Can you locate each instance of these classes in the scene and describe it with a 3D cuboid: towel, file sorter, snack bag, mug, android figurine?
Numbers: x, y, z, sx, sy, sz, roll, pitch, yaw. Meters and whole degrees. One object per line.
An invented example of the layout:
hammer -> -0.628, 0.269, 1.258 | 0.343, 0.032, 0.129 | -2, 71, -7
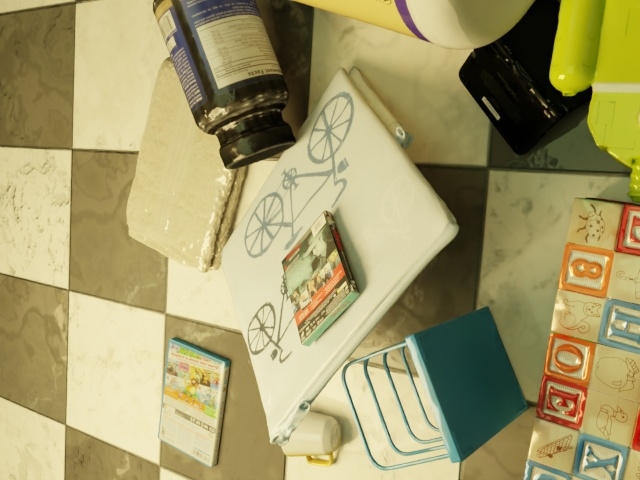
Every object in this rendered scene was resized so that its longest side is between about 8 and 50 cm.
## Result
towel -> -0.187, -0.107, 0.932 | 0.187, 0.049, 0.282 | 25, 105, 29
file sorter -> 0.119, 0.151, 0.668 | 0.104, 0.170, 0.118 | -26, 78, 36
snack bag -> 0.000, 0.000, 0.728 | 0.323, 0.037, 0.342 | -54, 35, 22
mug -> -0.006, 0.253, 0.832 | 0.064, 0.078, 0.062 | -2, 59, 26
android figurine -> 0.331, -0.164, 0.559 | 0.248, 0.056, 0.273 | 11, 93, 28

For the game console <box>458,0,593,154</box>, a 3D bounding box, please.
game console -> 0.222, -0.171, 0.672 | 0.122, 0.071, 0.107 | 59, 150, 17

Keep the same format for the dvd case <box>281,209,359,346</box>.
dvd case -> -0.004, 0.037, 0.666 | 0.087, 0.013, 0.119 | -50, 38, 28

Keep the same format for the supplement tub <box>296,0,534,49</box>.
supplement tub -> 0.050, -0.344, 0.634 | 0.331, 0.241, 0.241 | 30, 109, 33

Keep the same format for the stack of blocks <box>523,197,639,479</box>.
stack of blocks -> 0.302, 0.118, 0.588 | 0.171, 0.087, 0.297 | 13, 100, 33

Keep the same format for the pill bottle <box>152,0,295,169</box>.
pill bottle -> -0.111, -0.205, 0.785 | 0.123, 0.123, 0.219 | -19, 93, 33

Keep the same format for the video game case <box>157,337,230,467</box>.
video game case -> -0.194, 0.244, 0.976 | 0.119, 0.015, 0.166 | 15, 101, 33
